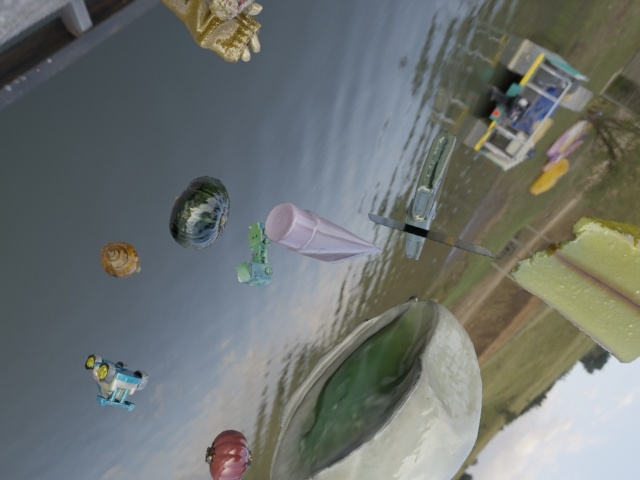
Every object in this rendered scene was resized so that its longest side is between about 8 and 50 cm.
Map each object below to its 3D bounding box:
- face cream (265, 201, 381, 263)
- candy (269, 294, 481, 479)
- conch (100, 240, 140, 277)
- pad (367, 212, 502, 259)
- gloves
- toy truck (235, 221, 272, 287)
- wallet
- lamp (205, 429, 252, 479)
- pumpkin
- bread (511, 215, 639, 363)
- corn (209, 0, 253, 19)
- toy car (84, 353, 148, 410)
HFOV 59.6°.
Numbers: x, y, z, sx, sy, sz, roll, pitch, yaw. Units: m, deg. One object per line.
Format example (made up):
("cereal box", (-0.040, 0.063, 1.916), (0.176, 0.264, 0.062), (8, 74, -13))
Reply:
("face cream", (0.000, 0.000, 1.260), (0.154, 0.096, 0.273), (-20, 150, 36))
("candy", (0.084, 0.307, 0.947), (0.427, 0.186, 0.386), (-38, -162, 19))
("conch", (-0.558, 0.068, 1.574), (0.330, 0.109, 0.093), (117, -17, -71))
("pad", (0.206, 0.003, 1.138), (0.323, 0.249, 0.055), (105, 1, -81))
("gloves", (-0.295, -0.634, 1.501), (0.203, 0.356, 0.155), (-35, -150, 27))
("toy truck", (-0.178, 0.032, 1.480), (0.081, 0.175, 0.067), (17, 151, -42))
("wallet", (0.306, -0.115, 1.618), (0.360, 0.083, 0.252), (89, 24, -54))
("lamp", (-0.189, 0.446, 1.150), (0.107, 0.092, 0.108), (-168, -90, -74))
("pumpkin", (-0.334, -0.076, 1.541), (0.211, 0.152, 0.212), (-168, -90, -88))
("bread", (0.579, 0.048, 1.163), (0.233, 0.361, 0.245), (-50, -166, 31))
("corn", (-0.177, -0.648, 1.394), (0.253, 0.086, 0.086), (-52, 165, -13))
("toy car", (-0.524, 0.346, 1.380), (0.126, 0.161, 0.098), (38, 68, -51))
